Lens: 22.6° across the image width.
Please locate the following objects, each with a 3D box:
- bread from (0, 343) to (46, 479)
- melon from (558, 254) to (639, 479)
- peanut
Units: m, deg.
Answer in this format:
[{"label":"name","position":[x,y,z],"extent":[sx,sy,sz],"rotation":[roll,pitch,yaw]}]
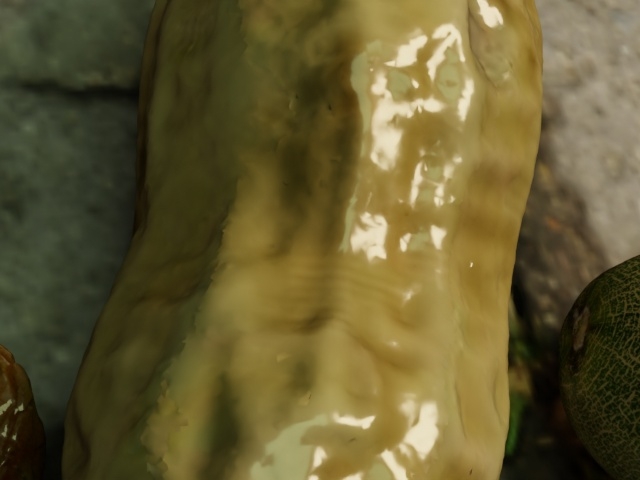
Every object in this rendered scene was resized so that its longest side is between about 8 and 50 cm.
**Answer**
[{"label":"bread","position":[-0.124,0.067,0.482],"extent":[0.085,0.053,0.085],"rotation":[5,56,-7]},{"label":"melon","position":[0.162,0.063,0.575],"extent":[0.162,0.099,0.099],"rotation":[26,57,-6]},{"label":"peanut","position":[0.000,0.000,0.510],"extent":[0.140,0.153,0.325],"rotation":[16,52,-9]}]
